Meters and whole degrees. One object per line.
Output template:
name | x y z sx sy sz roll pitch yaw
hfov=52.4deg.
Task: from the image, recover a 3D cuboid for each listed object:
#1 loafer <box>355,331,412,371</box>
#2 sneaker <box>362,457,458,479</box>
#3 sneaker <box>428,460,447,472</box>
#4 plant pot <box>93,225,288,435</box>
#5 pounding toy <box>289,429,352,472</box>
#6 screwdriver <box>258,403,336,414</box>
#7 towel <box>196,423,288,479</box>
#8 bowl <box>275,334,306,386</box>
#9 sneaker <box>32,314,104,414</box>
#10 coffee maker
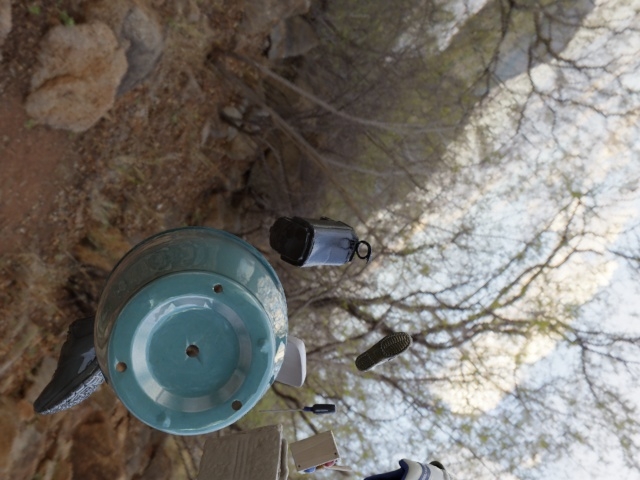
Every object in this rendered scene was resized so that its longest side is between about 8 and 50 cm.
loafer | 0.150 0.264 1.557 0.148 0.056 0.050 -27 170 2
sneaker | 0.093 0.455 1.101 0.296 0.131 0.112 -46 -158 25
sneaker | 0.262 0.634 1.538 0.100 0.108 0.271 -10 -161 16
plant pot | -0.159 0.119 0.825 0.271 0.271 0.255 -45 -170 -7
pounding toy | 0.003 0.552 1.655 0.130 0.100 0.141 -18 157 -3
screwdriver | -0.050 0.362 1.398 0.024 0.170 0.025 -84 173 -55
towel | -0.159 0.481 1.239 0.187 0.049 0.282 -16 -148 15
bowl | -0.095 0.285 1.630 0.053 0.142 0.142 -45 141 -48
sneaker | -0.487 0.234 1.347 0.286 0.130 0.109 -47 172 -17
coffee maker | 0.000 0.000 1.473 0.171 0.120 0.178 -3 179 33
